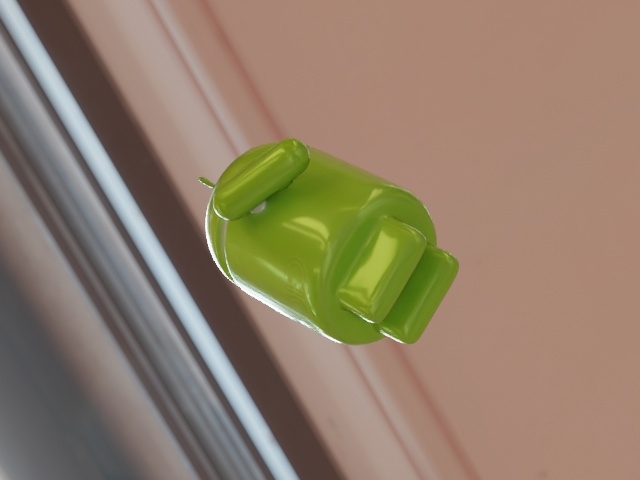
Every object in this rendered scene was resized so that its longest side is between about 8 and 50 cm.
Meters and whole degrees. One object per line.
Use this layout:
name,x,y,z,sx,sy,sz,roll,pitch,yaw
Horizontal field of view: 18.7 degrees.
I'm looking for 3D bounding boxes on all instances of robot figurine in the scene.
robot figurine,0.000,0.000,0.782,0.115,0.101,0.067,27,-93,43
